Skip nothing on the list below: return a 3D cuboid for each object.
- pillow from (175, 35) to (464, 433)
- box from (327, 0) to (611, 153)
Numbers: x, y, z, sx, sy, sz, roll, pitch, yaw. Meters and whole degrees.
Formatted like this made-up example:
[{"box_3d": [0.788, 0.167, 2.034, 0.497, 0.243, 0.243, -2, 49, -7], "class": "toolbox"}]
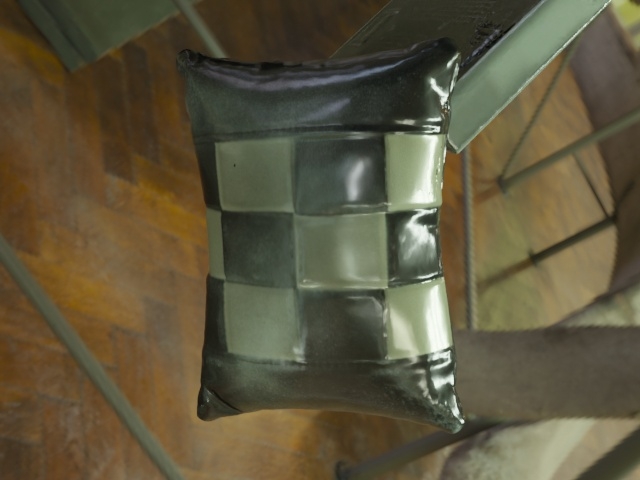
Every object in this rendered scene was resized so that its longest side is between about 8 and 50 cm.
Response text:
[{"box_3d": [0.000, 0.000, 0.682, 0.106, 0.186, 0.250, -25, 115, -69], "class": "pillow"}, {"box_3d": [0.099, -0.164, 0.894, 0.045, 0.211, 0.270, 49, -7, -24], "class": "box"}]
